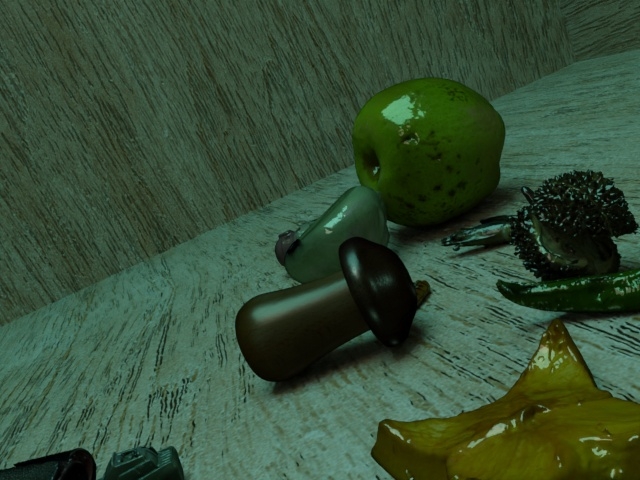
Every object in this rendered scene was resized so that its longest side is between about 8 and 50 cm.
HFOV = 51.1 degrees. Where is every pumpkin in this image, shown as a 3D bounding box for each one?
[{"bbox_3d":[0.212,0.188,0.671,0.290,0.095,0.258,-23,8,-15],"label":"pumpkin"}]

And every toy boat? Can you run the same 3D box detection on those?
[{"bbox_3d":[-0.319,0.360,0.929,0.260,0.085,0.078,-25,14,-8],"label":"toy boat"}]

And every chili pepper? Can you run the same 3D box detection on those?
[{"bbox_3d":[0.420,0.056,0.886,0.358,0.077,0.085,-13,1,23],"label":"chili pepper"}]

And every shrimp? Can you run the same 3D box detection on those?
[{"bbox_3d":[0.359,-0.024,1.389,0.217,0.051,0.150,-12,12,16],"label":"shrimp"}]

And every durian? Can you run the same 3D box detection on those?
[{"bbox_3d":[0.367,-0.023,1.005,0.166,0.196,0.196,4,-8,-40],"label":"durian"}]

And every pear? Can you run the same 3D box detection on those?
[{"bbox_3d":[0.274,-0.224,1.648,0.390,0.391,0.391,-22,13,5],"label":"pear"}]

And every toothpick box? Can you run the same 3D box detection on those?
[{"bbox_3d":[0.015,0.119,1.118,0.294,0.192,0.192,-26,12,16],"label":"toothpick box"}]

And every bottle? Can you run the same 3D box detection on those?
[{"bbox_3d":[0.000,0.000,1.751,0.253,0.121,0.120,-18,14,18],"label":"bottle"}]

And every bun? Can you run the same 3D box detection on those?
[{"bbox_3d":[0.055,0.013,1.521,0.283,0.179,0.283,-43,4,4],"label":"bun"}]

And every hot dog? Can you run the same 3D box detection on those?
[{"bbox_3d":[0.165,0.103,1.229,0.049,0.037,0.122,-19,12,34],"label":"hot dog"}]

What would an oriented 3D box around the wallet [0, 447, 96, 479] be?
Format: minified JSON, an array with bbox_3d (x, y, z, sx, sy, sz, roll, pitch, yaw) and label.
[{"bbox_3d":[-0.415,0.396,0.839,0.220,0.071,0.262,-16,40,23],"label":"wallet"}]
